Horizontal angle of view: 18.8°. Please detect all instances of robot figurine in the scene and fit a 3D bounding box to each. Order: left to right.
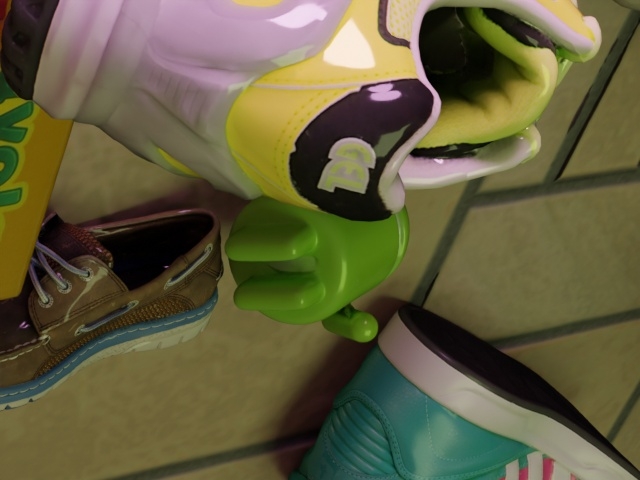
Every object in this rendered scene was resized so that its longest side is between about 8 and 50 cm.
[{"bbox_3d":[0.000,0.000,0.937,0.115,0.067,0.101,-29,112,-58],"label":"robot figurine"}]

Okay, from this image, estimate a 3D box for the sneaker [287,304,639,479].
[{"bbox_3d":[0.084,0.165,1.177,0.178,0.124,0.295,-50,138,7],"label":"sneaker"}]

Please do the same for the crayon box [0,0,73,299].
[{"bbox_3d":[-0.192,-0.059,0.679,0.318,0.081,0.202,-11,138,-37],"label":"crayon box"}]

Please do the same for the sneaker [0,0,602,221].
[{"bbox_3d":[0.040,-0.085,0.753,0.385,0.147,0.145,-31,152,-54],"label":"sneaker"}]

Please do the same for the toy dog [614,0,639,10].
[{"bbox_3d":[0.397,-0.089,0.922,0.395,0.408,0.284,12,122,-50],"label":"toy dog"}]

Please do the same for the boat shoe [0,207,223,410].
[{"bbox_3d":[-0.120,0.021,0.872,0.183,0.066,0.066,-20,139,-44],"label":"boat shoe"}]
